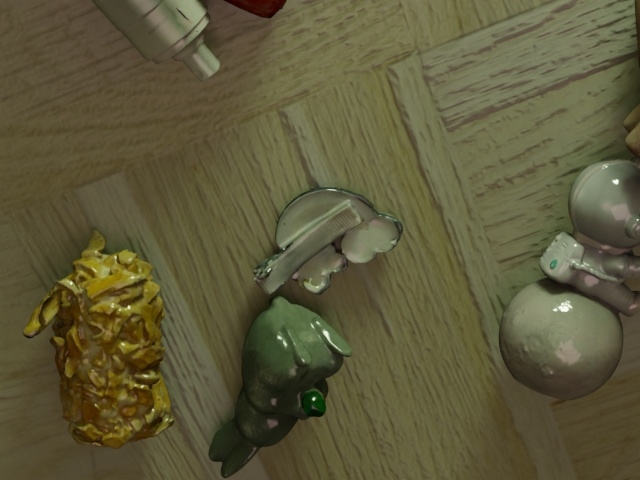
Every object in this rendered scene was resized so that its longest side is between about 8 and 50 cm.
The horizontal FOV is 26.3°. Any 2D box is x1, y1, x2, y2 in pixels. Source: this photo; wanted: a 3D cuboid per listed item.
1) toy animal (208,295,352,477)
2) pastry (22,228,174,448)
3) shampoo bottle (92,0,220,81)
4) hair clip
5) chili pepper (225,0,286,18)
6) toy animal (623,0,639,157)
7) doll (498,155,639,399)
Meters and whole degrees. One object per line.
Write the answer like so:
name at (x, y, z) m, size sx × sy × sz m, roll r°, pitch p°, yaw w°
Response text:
toy animal at (-0.055, 0.177, 1.618) m, size 0.108 × 0.138 × 0.236 m, roll -15°, pitch 149°, yaw -39°
pastry at (-0.251, 0.119, 1.565) m, size 0.154 × 0.102 × 0.250 m, roll -7°, pitch 116°, yaw -4°
shampoo bottle at (-0.209, -0.284, 1.395) m, size 0.092 × 0.092 × 0.303 m, roll -36°, pitch 112°, yaw 12°
hair clip at (0.000, 0.000, 1.559) m, size 0.172 × 0.049 × 0.116 m, roll -36°, pitch 116°, yaw 9°
chili pepper at (-0.088, -0.280, 1.415) m, size 0.123 × 0.073 × 0.070 m, roll 29°, pitch 116°, yaw -13°
toy animal at (0.440, -0.165, 1.417) m, size 0.269 × 0.237 × 0.326 m, roll -37°, pitch 108°, yaw 17°
doll at (0.301, 0.035, 1.547) m, size 0.151 × 0.151 × 0.287 m, roll 15°, pitch 108°, yaw -10°
